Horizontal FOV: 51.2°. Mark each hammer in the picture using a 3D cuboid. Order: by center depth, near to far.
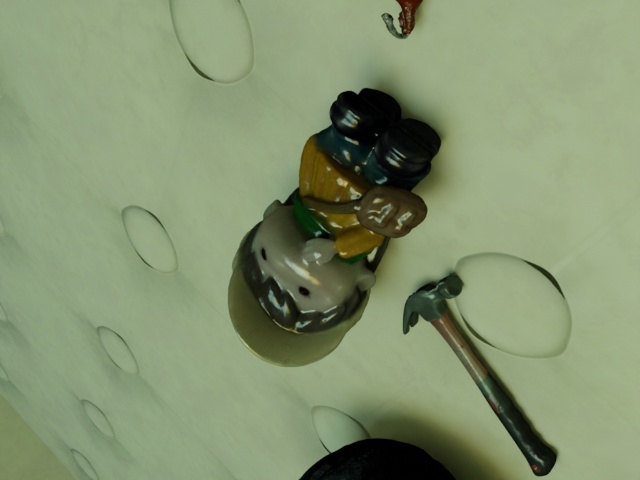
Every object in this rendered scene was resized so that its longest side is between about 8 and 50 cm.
[{"bbox_3d":[0.204,0.174,0.831,0.287,0.033,0.111,53,141,-3],"label":"hammer"}]

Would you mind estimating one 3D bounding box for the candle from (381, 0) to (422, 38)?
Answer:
[{"bbox_3d":[0.077,-0.260,0.598,0.053,0.048,0.162,8,127,20],"label":"candle"}]

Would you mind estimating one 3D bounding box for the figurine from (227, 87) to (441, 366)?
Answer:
[{"bbox_3d":[0.018,-0.013,0.790,0.185,0.204,0.332,41,112,14],"label":"figurine"}]

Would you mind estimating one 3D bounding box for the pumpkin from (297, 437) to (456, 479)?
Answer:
[{"bbox_3d":[0.106,0.465,0.956,0.363,0.266,0.363,38,147,30],"label":"pumpkin"}]
